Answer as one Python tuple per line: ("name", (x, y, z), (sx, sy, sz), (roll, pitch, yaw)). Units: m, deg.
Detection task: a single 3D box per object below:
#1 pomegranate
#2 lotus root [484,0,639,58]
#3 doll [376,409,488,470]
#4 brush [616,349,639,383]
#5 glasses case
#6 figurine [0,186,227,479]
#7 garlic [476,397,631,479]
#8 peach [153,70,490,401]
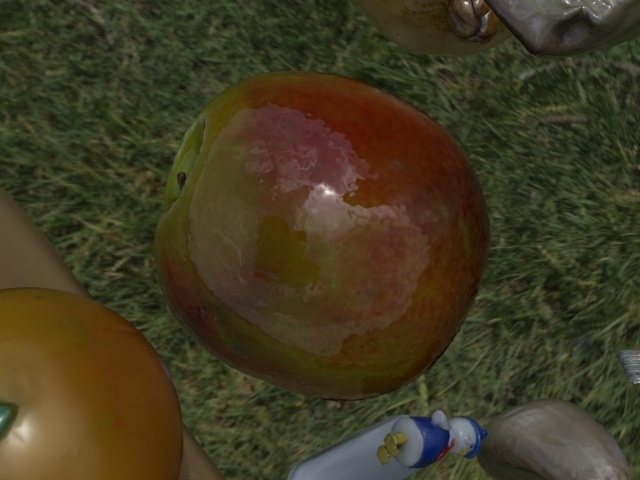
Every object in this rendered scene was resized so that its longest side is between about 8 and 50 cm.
("pomegranate", (0.193, -0.423, 1.615), (0.410, 0.410, 0.410), (0, 90, 17))
("lotus root", (0.192, -0.175, 0.554), (0.260, 0.170, 0.074), (-42, 80, 9))
("doll", (0.128, 0.220, 1.299), (0.099, 0.143, 0.058), (-61, 43, 37))
("brush", (0.406, 0.113, 1.042), (0.272, 0.103, 0.013), (0, 98, 8))
("glasses case", (0.049, 0.280, 1.456), (0.197, 0.049, 0.076), (-23, 91, -26))
("figurine", (-0.105, 0.083, 0.449), (0.124, 0.222, 0.324), (-37, 70, -17))
("garlic", (0.358, 0.323, 1.685), (0.151, 0.338, 0.196), (-36, 105, -21))
("peach", (0.000, 0.000, 0.801), (0.231, 0.231, 0.231), (0, 90, 17))
